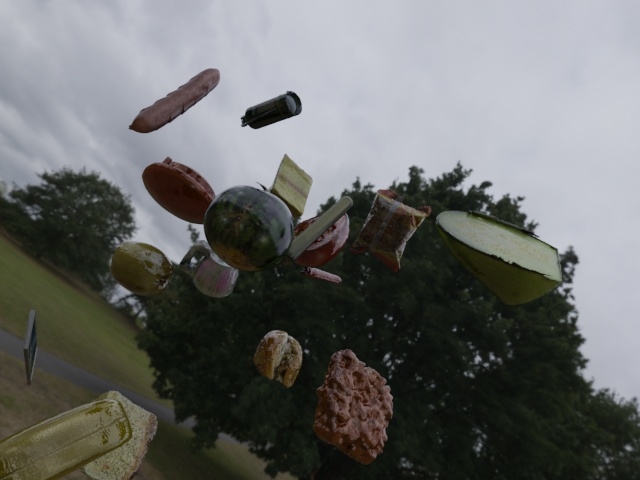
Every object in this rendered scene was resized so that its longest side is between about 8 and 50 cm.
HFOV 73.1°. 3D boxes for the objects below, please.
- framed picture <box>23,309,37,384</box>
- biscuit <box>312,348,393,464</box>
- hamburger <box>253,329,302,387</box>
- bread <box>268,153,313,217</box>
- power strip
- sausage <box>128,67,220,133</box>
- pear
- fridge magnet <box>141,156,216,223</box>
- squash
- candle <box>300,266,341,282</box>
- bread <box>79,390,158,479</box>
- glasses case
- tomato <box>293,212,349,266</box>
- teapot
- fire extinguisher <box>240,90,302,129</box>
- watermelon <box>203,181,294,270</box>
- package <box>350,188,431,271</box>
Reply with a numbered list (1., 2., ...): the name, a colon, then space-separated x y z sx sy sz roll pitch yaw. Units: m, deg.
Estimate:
1. framed picture: -1.160 0.428 1.725 0.260 0.023 0.189 -65 -146 35
2. biscuit: 0.122 0.573 1.481 0.110 0.318 0.312 -29 -60 37
3. hamburger: -0.152 0.392 1.508 0.144 0.156 0.283 20 -4 -15
4. bread: -0.247 -0.240 2.204 0.362 0.233 0.245 -11 -35 41
5. power strip: -0.024 -0.027 1.592 0.066 0.387 0.092 47 -21 2
6. sausage: -0.514 -0.507 1.567 0.088 0.433 0.088 28 -32 20
7. pear: -0.670 0.108 1.636 0.211 0.188 0.228 21 -23 -3
8. fridge magnet: -0.602 -0.205 1.881 0.364 0.155 0.363 21 -31 14
9. squash: 0.490 0.005 1.228 0.309 0.233 0.210 47 -52 -5
10. candle: 0.006 0.170 2.087 0.051 0.048 0.329 11 -7 34
11. bread: -0.799 0.762 1.600 0.279 0.315 0.248 -27 -64 27
12. glasses case: -0.641 0.497 1.026 0.173 0.371 0.141 -33 -101 38
13. tomato: 0.000 0.010 1.937 0.338 0.338 0.143 7 -46 51
14. teapot: -0.417 0.096 1.700 0.221 0.163 0.178 41 -60 19
15. fire extinguisher: -0.213 -0.482 1.642 0.294 0.118 0.093 -7 -49 35
16. watermelon: -0.206 -0.033 1.274 0.269 0.269 0.269 31 -23 15
17. package: 0.263 -0.041 1.648 0.223 0.288 0.108 26 6 17
